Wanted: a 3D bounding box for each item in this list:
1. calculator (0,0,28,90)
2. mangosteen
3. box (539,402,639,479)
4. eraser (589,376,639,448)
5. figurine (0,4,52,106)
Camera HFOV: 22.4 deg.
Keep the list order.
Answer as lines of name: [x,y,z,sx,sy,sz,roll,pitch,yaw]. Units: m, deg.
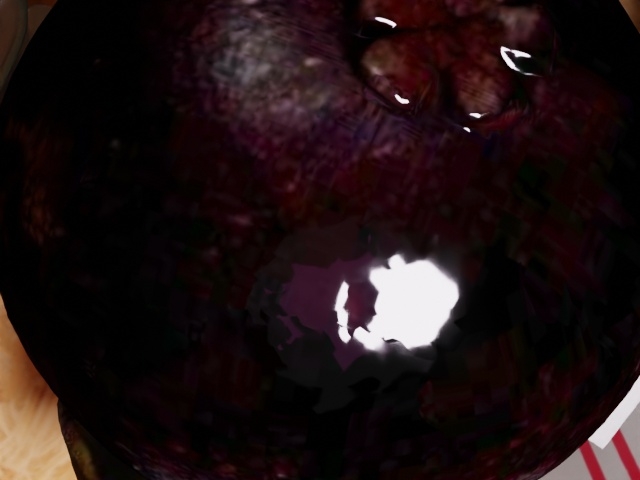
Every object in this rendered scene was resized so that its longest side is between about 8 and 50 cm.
calculator: [-0.336,-0.082,0.909,0.256,0.054,0.386,34,118,-25]
mangosteen: [0.000,0.000,0.916,0.382,0.382,0.435,6,148,-16]
box: [0.222,0.294,1.098,0.300,0.312,0.314,-20,117,3]
eraser: [0.192,0.061,1.049,0.046,0.212,0.092,35,105,2]
figurine: [-0.173,-0.100,0.970,0.094,0.082,0.086,19,93,-32]
